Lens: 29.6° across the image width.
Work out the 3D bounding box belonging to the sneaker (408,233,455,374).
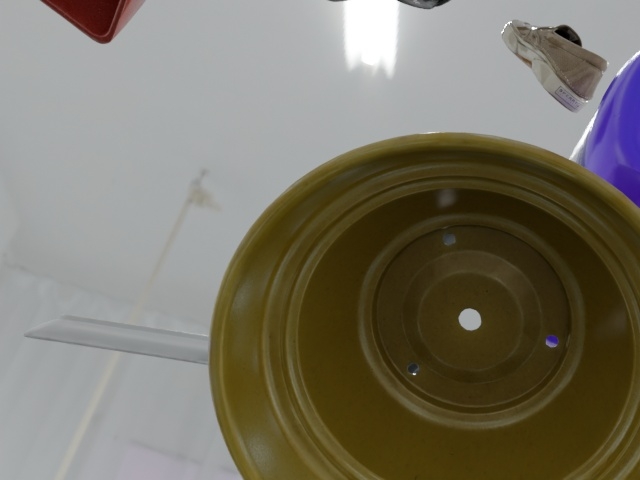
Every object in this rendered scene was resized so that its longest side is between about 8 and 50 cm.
[{"bbox_3d":[0.111,0.047,1.548,0.125,0.139,0.341,-7,-64,-26],"label":"sneaker"}]

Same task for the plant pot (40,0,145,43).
[{"bbox_3d":[-0.200,-0.397,1.116,0.267,0.236,0.267,37,-43,3],"label":"plant pot"}]

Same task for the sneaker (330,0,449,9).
[{"bbox_3d":[0.096,-0.303,1.360,0.234,0.106,0.078,-10,-45,21],"label":"sneaker"}]

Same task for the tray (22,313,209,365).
[{"bbox_3d":[-0.146,0.106,1.208,0.270,0.030,0.145,8,-8,3],"label":"tray"}]

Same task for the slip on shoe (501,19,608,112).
[{"bbox_3d":[0.169,-0.136,0.874,0.051,0.135,0.041,33,-71,-18],"label":"slip on shoe"}]

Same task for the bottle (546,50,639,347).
[{"bbox_3d":[0.176,-0.002,0.739,0.092,0.118,0.283,25,-27,5],"label":"bottle"}]

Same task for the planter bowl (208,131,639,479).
[{"bbox_3d":[0.064,0.049,0.555,0.217,0.090,0.217,3,-73,11],"label":"planter bowl"}]
